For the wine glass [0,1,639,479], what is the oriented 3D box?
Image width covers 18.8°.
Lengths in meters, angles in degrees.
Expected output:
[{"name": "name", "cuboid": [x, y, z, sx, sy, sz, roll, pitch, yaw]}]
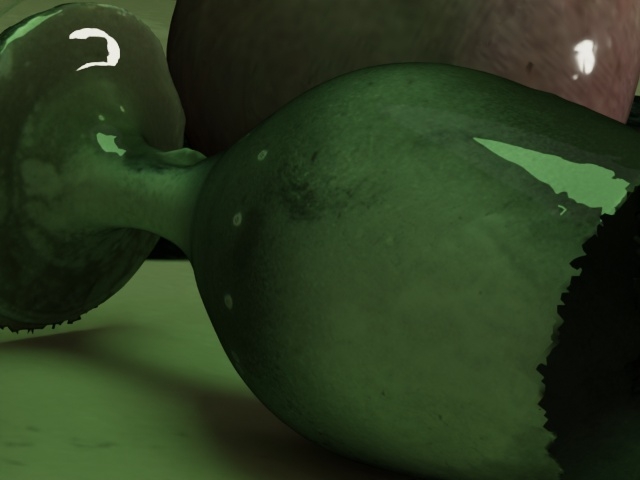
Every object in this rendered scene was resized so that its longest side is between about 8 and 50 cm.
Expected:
[{"name": "wine glass", "cuboid": [0.000, 0.000, 0.599, 0.241, 0.126, 0.126, 18, 15, 36]}]

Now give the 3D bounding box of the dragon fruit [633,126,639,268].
[{"name": "dragon fruit", "cuboid": [0.211, -0.012, 0.698, 0.262, 0.189, 0.163, 20, 22, -25]}]

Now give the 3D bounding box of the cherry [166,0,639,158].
[{"name": "cherry", "cuboid": [0.042, -0.115, 0.920, 0.206, 0.239, 0.239, 2, 12, -37]}]
